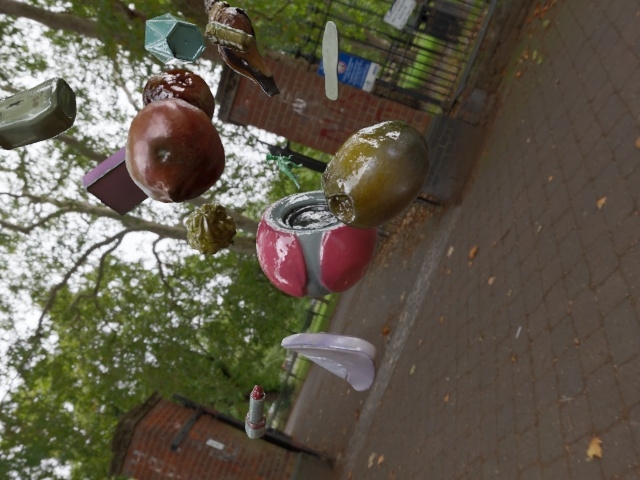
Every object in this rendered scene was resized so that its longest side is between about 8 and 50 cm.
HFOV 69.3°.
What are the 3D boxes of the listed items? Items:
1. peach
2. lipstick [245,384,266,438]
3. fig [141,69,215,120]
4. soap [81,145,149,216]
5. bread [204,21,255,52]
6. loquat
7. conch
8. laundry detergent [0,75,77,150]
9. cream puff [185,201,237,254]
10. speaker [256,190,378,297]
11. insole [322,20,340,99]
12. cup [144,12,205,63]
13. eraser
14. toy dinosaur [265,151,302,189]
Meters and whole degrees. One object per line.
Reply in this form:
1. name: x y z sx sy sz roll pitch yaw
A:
1. peach: -0.336 -0.193 1.072 0.232 0.232 0.257 109 149 -45
2. lipstick: -0.182 0.485 1.341 0.063 0.057 0.186 49 137 50
3. fig: -0.388 -0.364 1.265 0.205 0.205 0.205 21 -90 -88
4. soap: -0.636 -0.219 1.566 0.259 0.081 0.181 -36 -37 4
5. bread: -0.155 -0.347 0.796 0.049 0.088 0.034 -70 -1 -76
6. loquat: 0.105 -0.124 0.861 0.227 0.179 0.179 -45 -14 -27
7. conch: -0.170 -0.403 0.957 0.080 0.086 0.233 -34 -74 -65
8. laundry detergent: -0.741 -0.306 1.145 0.091 0.253 0.181 66 -174 -58
9. cream puff: -0.329 -0.038 1.355 0.121 0.156 0.156 -73 2 -51
10. speaker: 0.000 0.000 1.116 0.294 0.294 0.294 21 -90 -88
11. insole: 0.026 -0.431 1.122 0.010 0.063 0.192 -29 -40 -25
12. cup: -0.430 -0.590 1.363 0.148 0.235 0.134 -31 -56 -13
13. eraser: 0.048 0.230 0.935 0.059 0.204 0.243 -62 10 -30
14. toy dinosaur: -0.061 -0.121 0.769 0.083 0.062 0.021 -96 27 -45
